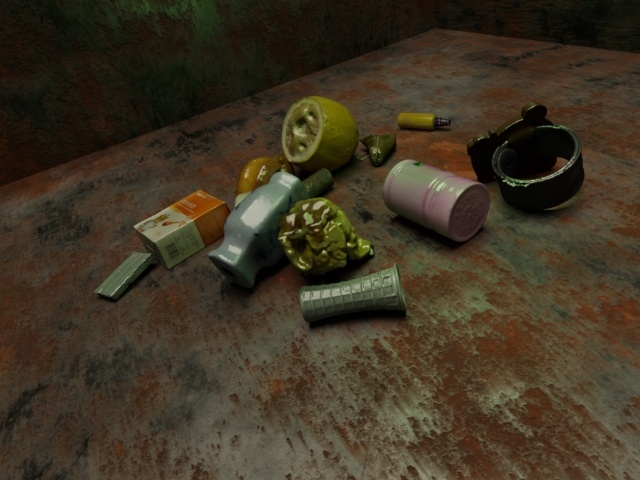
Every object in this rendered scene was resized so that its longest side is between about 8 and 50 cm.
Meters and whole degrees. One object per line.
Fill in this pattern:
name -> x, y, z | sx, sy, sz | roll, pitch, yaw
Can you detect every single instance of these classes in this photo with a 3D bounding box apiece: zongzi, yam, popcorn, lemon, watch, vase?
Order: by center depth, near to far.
vase -> 0.092, 0.163, 1.366 | 0.298, 0.143, 0.143 | -11, 34, 10
popcorn -> -0.003, -0.006, 1.547 | 0.293, 0.237, 0.293 | -8, 55, 11
watch -> 0.734, -0.260, 1.638 | 0.335, 0.314, 0.327 | -22, 43, 17
yam -> -0.055, -0.220, 1.995 | 0.259, 0.106, 0.106 | -37, 39, -27
lemon -> 0.018, -0.479, 2.154 | 0.364, 0.364, 0.364 | -10, 34, 7
zongzi -> 0.233, -0.435, 2.189 | 0.204, 0.094, 0.205 | 13, 44, 28

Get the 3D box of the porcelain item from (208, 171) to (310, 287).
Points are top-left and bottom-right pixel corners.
porcelain item -> -0.207, -0.045, 1.632 | 0.178, 0.242, 0.405 | 17, 62, 35

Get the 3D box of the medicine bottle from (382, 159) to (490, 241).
medicine bottle -> 0.396, -0.147, 1.615 | 0.212, 0.212, 0.325 | -31, 36, -21

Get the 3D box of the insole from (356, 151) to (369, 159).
insole -> 0.260, -0.438, 2.267 | 0.193, 0.006, 0.065 | -28, 36, -18

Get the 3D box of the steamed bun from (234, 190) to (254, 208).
steamed bun -> -0.262, -0.109, 1.864 | 0.146, 0.164, 0.242 | -11, 34, 3

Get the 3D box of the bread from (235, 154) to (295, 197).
bread -> -0.254, -0.285, 2.097 | 0.194, 0.179, 0.340 | 8, 40, 32

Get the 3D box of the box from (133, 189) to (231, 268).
box -> -0.560, -0.057, 1.928 | 0.341, 0.143, 0.225 | -34, 39, -28

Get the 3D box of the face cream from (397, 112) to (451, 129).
face cream -> 0.525, -0.601, 2.332 | 0.273, 0.078, 0.078 | 14, 44, 37

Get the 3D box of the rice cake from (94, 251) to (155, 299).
rice cake -> -0.756, 0.131, 1.796 | 0.127, 0.043, 0.237 | 6, 47, 31
